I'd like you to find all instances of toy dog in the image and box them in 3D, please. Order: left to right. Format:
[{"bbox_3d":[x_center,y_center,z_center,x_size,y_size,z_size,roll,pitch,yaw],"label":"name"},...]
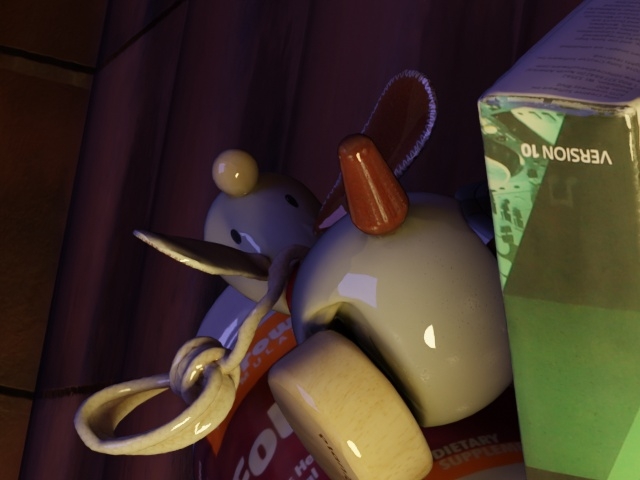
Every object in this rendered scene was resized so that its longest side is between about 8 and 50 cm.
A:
[{"bbox_3d":[0.000,0.000,0.893,0.334,0.161,0.220,4,36,49],"label":"toy dog"}]

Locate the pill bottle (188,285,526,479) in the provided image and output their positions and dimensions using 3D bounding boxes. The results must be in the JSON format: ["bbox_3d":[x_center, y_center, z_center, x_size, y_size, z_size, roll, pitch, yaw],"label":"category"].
[{"bbox_3d":[0.051,0.149,1.020,0.392,0.224,0.224,-128,53,-66],"label":"pill bottle"}]

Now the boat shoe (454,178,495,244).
[{"bbox_3d":[0.159,0.043,0.960,0.320,0.118,0.103,-135,37,-60],"label":"boat shoe"}]

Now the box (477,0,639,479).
[{"bbox_3d":[0.148,0.050,0.661,0.058,0.232,0.322,6,120,33],"label":"box"}]
